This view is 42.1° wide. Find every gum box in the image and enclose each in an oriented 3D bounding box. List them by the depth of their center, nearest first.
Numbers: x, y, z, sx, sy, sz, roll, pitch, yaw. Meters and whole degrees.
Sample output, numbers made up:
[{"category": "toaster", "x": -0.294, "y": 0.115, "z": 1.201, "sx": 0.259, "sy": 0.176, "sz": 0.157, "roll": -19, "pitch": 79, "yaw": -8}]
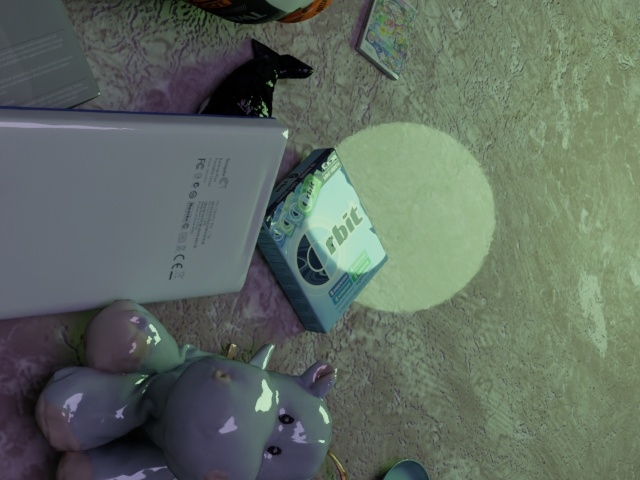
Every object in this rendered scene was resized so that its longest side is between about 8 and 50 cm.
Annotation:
[{"category": "gum box", "x": 0.000, "y": 0.000, "z": 1.080, "sx": 0.157, "sy": 0.041, "sz": 0.184, "roll": -48, "pitch": 124, "yaw": -33}]

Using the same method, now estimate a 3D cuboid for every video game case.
[{"category": "video game case", "x": 0.099, "y": -0.308, "z": 1.214, "sx": 0.087, "sy": 0.011, "sz": 0.122, "roll": 31, "pitch": 68, "yaw": -38}]

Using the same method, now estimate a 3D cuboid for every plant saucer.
[{"category": "plant saucer", "x": 0.114, "y": 0.372, "z": 1.187, "sx": 0.119, "sy": 0.021, "sz": 0.119, "roll": 2, "pitch": 88, "yaw": -43}]

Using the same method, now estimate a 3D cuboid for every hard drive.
[{"category": "hard drive", "x": -0.196, "y": -0.026, "z": 0.821, "sx": 0.318, "sy": 0.040, "sz": 0.210, "roll": -4, "pitch": 125, "yaw": -38}]

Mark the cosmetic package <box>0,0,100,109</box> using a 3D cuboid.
[{"category": "cosmetic package", "x": -0.318, "y": -0.217, "z": 0.765, "sx": 0.127, "sy": 0.107, "sz": 0.238, "roll": -31, "pitch": 106, "yaw": -39}]

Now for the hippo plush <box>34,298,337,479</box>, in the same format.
[{"category": "hippo plush", "x": -0.109, "y": 0.206, "z": 0.824, "sx": 0.294, "sy": 0.236, "sz": 0.234, "roll": 26, "pitch": 79, "yaw": -45}]

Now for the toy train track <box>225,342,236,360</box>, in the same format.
[{"category": "toy train track", "x": -0.120, "y": 0.163, "z": 0.988, "sx": 0.048, "sy": 0.014, "sz": 0.083, "roll": 27, "pitch": 76, "yaw": -46}]

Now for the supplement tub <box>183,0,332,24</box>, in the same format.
[{"category": "supplement tub", "x": -0.118, "y": -0.350, "z": 0.859, "sx": 0.338, "sy": 0.207, "sz": 0.207, "roll": 7, "pitch": 83, "yaw": -55}]

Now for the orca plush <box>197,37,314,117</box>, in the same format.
[{"category": "orca plush", "x": -0.079, "y": -0.119, "z": 0.977, "sx": 0.151, "sy": 0.102, "sz": 0.287, "roll": 54, "pitch": 55, "yaw": -27}]

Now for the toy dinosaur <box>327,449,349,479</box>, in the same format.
[{"category": "toy dinosaur", "x": 0.035, "y": 0.372, "z": 1.087, "sx": 0.112, "sy": 0.064, "sz": 0.212, "roll": 18, "pitch": 76, "yaw": -40}]
